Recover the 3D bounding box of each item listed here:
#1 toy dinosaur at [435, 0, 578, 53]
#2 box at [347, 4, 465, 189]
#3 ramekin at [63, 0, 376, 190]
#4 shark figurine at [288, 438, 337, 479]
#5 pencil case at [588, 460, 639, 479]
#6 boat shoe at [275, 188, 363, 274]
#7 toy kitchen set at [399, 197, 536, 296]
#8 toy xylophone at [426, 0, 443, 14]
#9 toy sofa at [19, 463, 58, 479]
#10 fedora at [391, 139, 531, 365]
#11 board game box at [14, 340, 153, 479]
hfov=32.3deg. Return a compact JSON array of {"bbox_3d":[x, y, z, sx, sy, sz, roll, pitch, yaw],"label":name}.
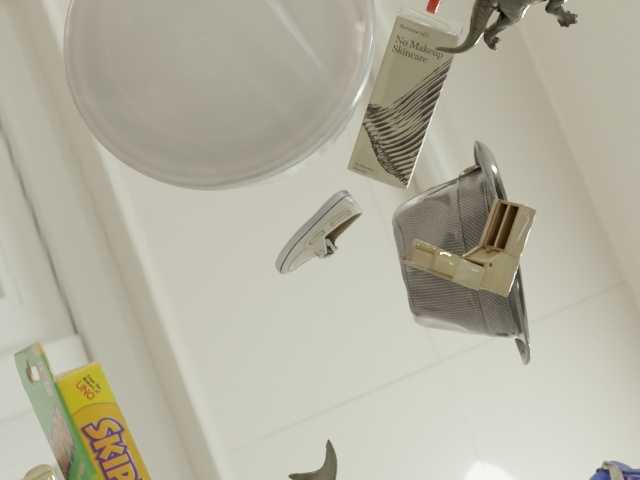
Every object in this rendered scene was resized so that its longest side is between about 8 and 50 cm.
[{"bbox_3d":[0.299,-0.374,1.617,0.160,0.313,0.121,77,-5,-56],"label":"toy dinosaur"},{"bbox_3d":[0.138,-0.232,1.804,0.113,0.094,0.275,19,-65,5],"label":"box"},{"bbox_3d":[-0.079,-0.169,0.990,0.273,0.272,0.127,65,6,10],"label":"ramekin"},{"bbox_3d":[0.012,0.441,1.585,0.166,0.278,0.116,30,-39,-7],"label":"shark figurine"},{"bbox_3d":[0.431,0.311,1.250,0.306,0.119,0.133,-12,-71,54],"label":"pencil case"},{"bbox_3d":[0.000,0.000,1.013,0.100,0.035,0.035,-46,-109,12],"label":"boat shoe"},{"bbox_3d":[0.108,-0.006,0.872,0.068,0.083,0.075,18,-91,55],"label":"toy kitchen set"},{"bbox_3d":[0.189,-0.371,1.172,0.081,0.236,0.323,26,-4,7],"label":"toy xylophone"},{"bbox_3d":[-0.198,0.354,0.890,0.362,0.177,0.150,-123,-165,-53],"label":"toy sofa"},{"bbox_3d":[0.151,0.020,1.210,0.124,0.275,0.244,-12,-70,12],"label":"fedora"},{"bbox_3d":[-0.113,0.177,0.657,0.259,0.039,0.124,64,-24,-1],"label":"board game box"}]
